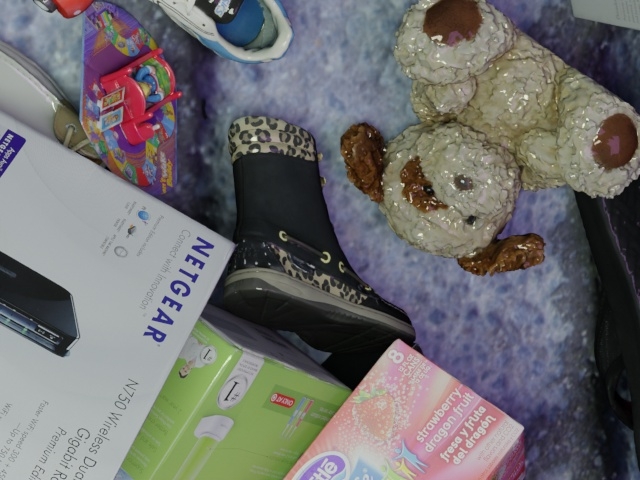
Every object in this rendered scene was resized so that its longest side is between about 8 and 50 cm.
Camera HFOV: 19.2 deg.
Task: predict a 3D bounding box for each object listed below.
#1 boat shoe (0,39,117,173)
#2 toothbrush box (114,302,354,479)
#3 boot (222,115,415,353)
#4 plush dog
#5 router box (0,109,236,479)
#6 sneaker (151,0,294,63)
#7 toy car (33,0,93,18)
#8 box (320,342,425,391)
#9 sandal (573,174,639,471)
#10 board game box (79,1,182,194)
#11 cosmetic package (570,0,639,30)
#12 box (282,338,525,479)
[{"bbox_3d":[-0.215,-0.062,1.552,0.113,0.103,0.302,-52,125,-13],"label":"boat shoe"},{"bbox_3d":[-0.130,0.198,1.608,0.283,0.122,0.206,-59,147,4],"label":"toothbrush box"},{"bbox_3d":[0.001,-0.001,1.703,0.236,0.085,0.179,22,56,-47],"label":"boot"},{"bbox_3d":[0.142,-0.091,1.783,0.262,0.210,0.225,35,96,-9],"label":"plush dog"},{"bbox_3d":[-0.254,0.051,1.358,0.301,0.082,0.335,29,40,-4],"label":"router box"},{"bbox_3d":[-0.114,-0.225,1.594,0.237,0.086,0.085,30,86,-36],"label":"sneaker"},{"bbox_3d":[-0.291,-0.266,1.455,0.225,0.053,0.239,-21,100,-22],"label":"toy car"},{"bbox_3d":[0.022,0.239,1.804,0.261,0.103,0.184,-45,120,-18],"label":"box"},{"bbox_3d":[0.356,0.083,2.017,0.167,0.107,0.446,-18,100,-30],"label":"sandal"},{"bbox_3d":[-0.145,-0.122,1.570,0.133,0.033,0.169,37,43,-49],"label":"board game box"},{"bbox_3d":[0.353,-0.255,1.827,0.117,0.231,0.085,-28,117,-26],"label":"cosmetic package"},{"bbox_3d":[0.035,0.256,1.634,0.300,0.142,0.154,-51,161,-14],"label":"box"}]
